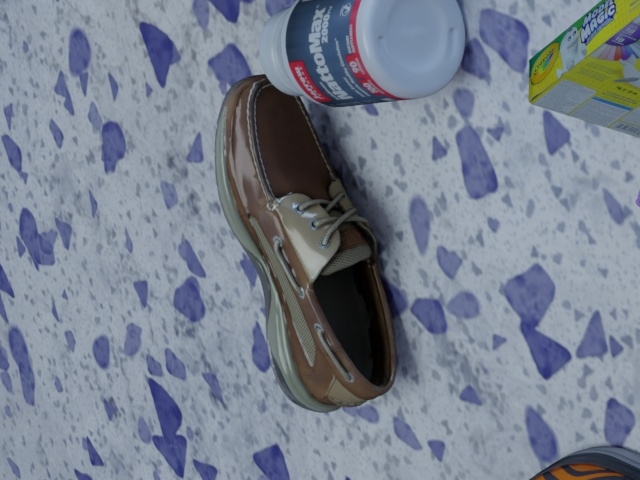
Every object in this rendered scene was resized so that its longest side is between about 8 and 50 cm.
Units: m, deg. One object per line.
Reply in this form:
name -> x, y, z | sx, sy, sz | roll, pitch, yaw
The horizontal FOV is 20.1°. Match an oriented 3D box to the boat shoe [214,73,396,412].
boat shoe -> 0.000, 0.000, 1.661 | 0.116, 0.123, 0.324 | -5, 106, 49

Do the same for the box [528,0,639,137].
box -> 0.235, -0.136, 1.257 | 0.179, 0.105, 0.043 | -36, 45, 55

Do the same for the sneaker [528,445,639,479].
sneaker -> 0.208, 0.244, 1.398 | 0.321, 0.180, 0.125 | -12, 94, 56

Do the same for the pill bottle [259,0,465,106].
pill bottle -> 0.029, -0.168, 1.541 | 0.180, 0.108, 0.108 | -1, 103, 56

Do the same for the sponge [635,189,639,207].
sponge -> 0.319, 0.009, 1.191 | 0.210, 0.117, 0.031 | 44, 134, 36
